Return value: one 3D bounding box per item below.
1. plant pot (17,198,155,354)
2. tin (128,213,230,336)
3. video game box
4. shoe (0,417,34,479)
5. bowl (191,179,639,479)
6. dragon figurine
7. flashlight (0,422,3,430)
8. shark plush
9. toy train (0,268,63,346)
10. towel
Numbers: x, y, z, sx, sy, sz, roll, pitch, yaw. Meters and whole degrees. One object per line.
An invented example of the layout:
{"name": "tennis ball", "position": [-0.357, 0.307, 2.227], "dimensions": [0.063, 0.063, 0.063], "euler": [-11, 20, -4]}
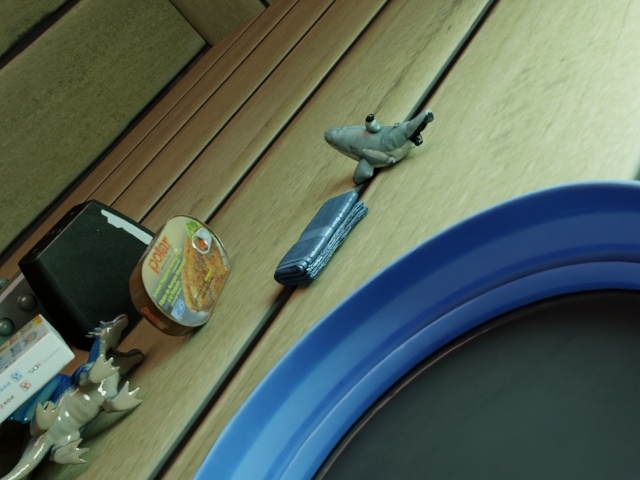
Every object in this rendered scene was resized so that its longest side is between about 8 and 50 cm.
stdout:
{"name": "plant pot", "position": [-0.341, 0.045, 1.339], "dimensions": [0.188, 0.167, 0.187], "euler": [-51, 20, -21]}
{"name": "tin", "position": [-0.173, 0.040, 1.100], "dimensions": [0.040, 0.106, 0.190], "euler": [-33, 20, 27]}
{"name": "video game box", "position": [-0.387, 0.174, 1.064], "dimensions": [0.187, 0.048, 0.205], "euler": [-41, 15, -16]}
{"name": "shoe", "position": [-0.371, 0.278, 1.078], "dimensions": [0.076, 0.058, 0.219], "euler": [-15, 30, 14]}
{"name": "bowl", "position": [0.065, 0.128, 0.478], "dimensions": [0.391, 0.077, 0.391], "euler": [-37, 20, 16]}
{"name": "dragon figurine", "position": [-0.300, 0.201, 1.033], "dimensions": [0.289, 0.085, 0.144], "euler": [-48, 17, -28]}
{"name": "flashlight", "position": [-0.478, 0.274, 1.232], "dimensions": [0.304, 0.103, 0.103], "euler": [-119, 36, -75]}
{"name": "shark plush", "position": [0.066, -0.115, 1.016], "dimensions": [0.073, 0.067, 0.161], "euler": [-49, 19, -18]}
{"name": "toy train", "position": [-0.476, 0.104, 1.471], "dimensions": [0.334, 0.142, 0.190], "euler": [-50, 4, -19]}
{"name": "towel", "position": [0.000, 0.000, 0.961], "dimensions": [0.067, 0.029, 0.119], "euler": [-15, 34, 54]}
